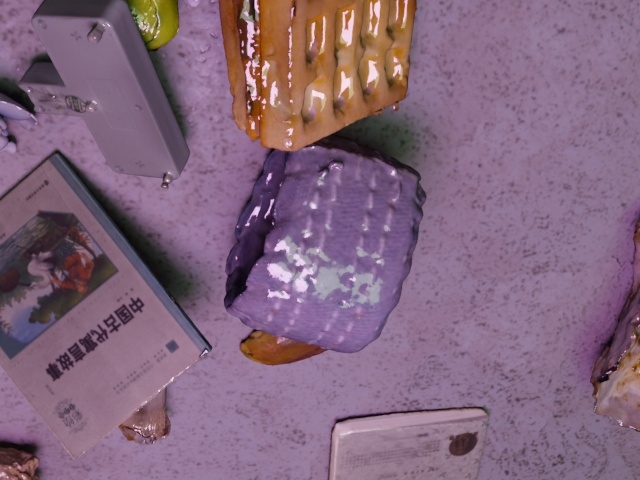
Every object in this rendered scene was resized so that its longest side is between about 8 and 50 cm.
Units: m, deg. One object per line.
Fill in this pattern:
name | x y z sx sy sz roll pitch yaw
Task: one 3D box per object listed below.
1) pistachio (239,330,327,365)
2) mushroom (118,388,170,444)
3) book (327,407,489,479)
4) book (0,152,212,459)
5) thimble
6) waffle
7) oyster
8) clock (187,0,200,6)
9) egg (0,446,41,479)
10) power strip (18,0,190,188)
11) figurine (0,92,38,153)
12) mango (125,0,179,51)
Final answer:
pistachio | -0.023 0.121 1.036 0.173 0.049 0.089 -23 120 0
mushroom | -0.238 0.161 0.996 0.092 0.081 0.223 -27 125 -18
book | 0.126 0.411 1.238 0.239 0.035 0.352 -4 119 -13
book | -0.285 0.075 0.897 0.215 0.025 0.283 -39 90 9
thimble | 0.000 0.000 0.884 0.172 0.205 0.236 19 114 -20
waffle | 0.004 -0.265 0.746 0.224 0.098 0.328 -30 132 -41
oyster | 0.462 0.117 1.094 0.197 0.133 0.337 -12 118 -4
clock | -0.099 -0.313 0.740 0.080 0.117 0.176 11 115 -18
egg | -0.430 0.329 1.030 0.140 0.118 0.116 -41 76 21
power strip | -0.231 -0.146 0.801 0.145 0.061 0.216 8 144 18
figurine | -0.348 -0.111 0.823 0.082 0.094 0.086 27 81 15
mango | -0.209 -0.254 0.777 0.165 0.074 0.091 42 99 -15
